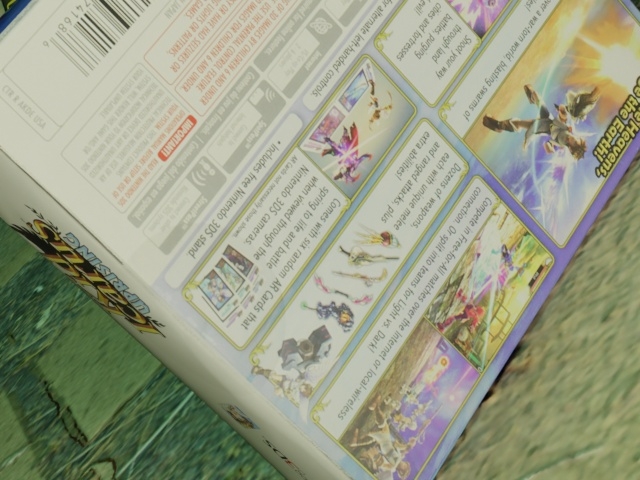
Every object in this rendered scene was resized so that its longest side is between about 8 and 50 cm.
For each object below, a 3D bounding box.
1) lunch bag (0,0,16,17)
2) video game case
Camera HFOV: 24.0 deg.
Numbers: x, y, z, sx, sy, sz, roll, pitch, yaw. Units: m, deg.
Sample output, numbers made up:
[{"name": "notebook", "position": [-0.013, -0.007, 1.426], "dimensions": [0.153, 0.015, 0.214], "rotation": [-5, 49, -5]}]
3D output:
[{"name": "lunch bag", "position": [-0.117, -0.147, 0.994], "dimensions": [0.235, 0.287, 0.169], "rotation": [-26, 26, 41]}, {"name": "video game case", "position": [0.008, -0.061, 0.631], "dimensions": [0.269, 0.244, 0.061], "rotation": [-54, 20, -25]}]
